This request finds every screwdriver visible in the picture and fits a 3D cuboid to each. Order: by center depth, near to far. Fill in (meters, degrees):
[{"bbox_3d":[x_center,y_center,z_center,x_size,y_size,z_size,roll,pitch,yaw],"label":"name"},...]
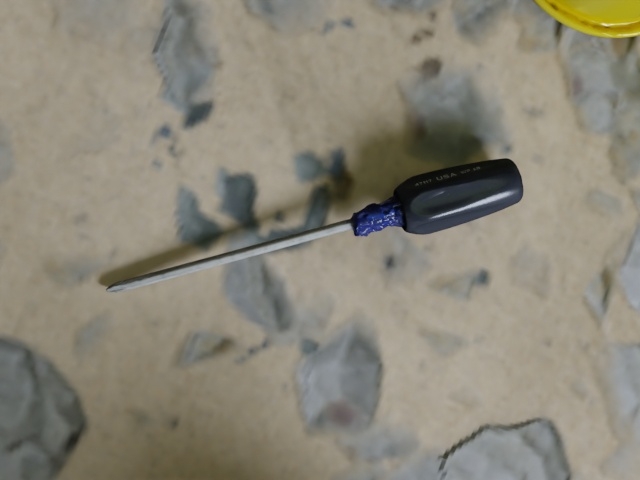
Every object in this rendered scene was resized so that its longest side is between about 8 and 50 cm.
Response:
[{"bbox_3d":[0.000,0.000,0.586,0.170,0.024,0.025,-19,62,-9],"label":"screwdriver"}]

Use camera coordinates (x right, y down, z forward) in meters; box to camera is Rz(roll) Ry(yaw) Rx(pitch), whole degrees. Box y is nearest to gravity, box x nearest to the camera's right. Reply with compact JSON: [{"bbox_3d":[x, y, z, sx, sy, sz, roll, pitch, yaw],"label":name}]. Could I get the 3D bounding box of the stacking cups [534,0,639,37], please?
[{"bbox_3d":[0.145,-0.134,0.469,0.096,0.316,0.096,0,89,-9],"label":"stacking cups"}]
